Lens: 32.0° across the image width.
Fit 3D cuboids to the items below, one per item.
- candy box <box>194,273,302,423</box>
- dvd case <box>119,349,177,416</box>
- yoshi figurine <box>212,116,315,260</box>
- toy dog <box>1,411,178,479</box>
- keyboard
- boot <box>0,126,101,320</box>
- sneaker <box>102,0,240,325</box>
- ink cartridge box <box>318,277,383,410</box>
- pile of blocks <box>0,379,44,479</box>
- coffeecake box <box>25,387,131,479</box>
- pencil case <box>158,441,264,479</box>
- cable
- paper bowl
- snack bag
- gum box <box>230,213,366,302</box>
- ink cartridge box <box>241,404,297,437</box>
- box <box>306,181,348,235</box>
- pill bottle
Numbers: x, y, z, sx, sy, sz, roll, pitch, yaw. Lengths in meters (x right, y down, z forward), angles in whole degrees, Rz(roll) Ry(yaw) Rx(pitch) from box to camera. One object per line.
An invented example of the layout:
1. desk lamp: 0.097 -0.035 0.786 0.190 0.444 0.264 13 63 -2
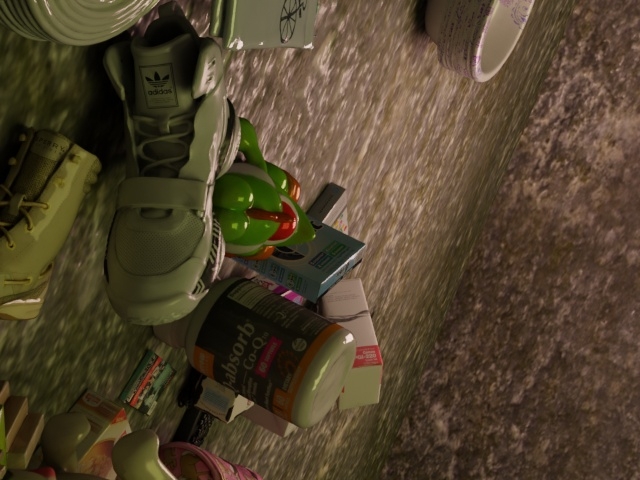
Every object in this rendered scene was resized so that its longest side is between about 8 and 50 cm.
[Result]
1. candy box: -0.116 0.172 1.876 0.159 0.071 0.233 -24 137 -64
2. dvd case: -0.265 0.222 1.728 0.087 0.013 0.119 -60 160 -12
3. yoshi figurine: -0.142 -0.056 1.532 0.203 0.203 0.362 -24 178 4
4. toy dog: -0.303 0.394 1.324 0.408 0.285 0.395 37 77 -55
5. keyboard: -0.178 0.225 1.941 0.317 0.033 0.201 -66 161 3
6. boot: -0.317 -0.021 1.128 0.203 0.095 0.262 -63 168 2
7. sneaker: -0.180 -0.095 1.243 0.210 0.138 0.365 80 14 -47
8. ink cartridge box: 0.058 0.209 2.272 0.158 0.092 0.217 92 -14 -52
9. pile of blocks: -0.413 0.222 1.116 0.362 0.149 0.112 -38 137 -56
10. coffeecake box: -0.344 0.323 1.559 0.185 0.068 0.142 -53 157 -31
11. pencil case: -0.203 0.450 1.949 0.160 0.167 0.386 -59 161 -9
12. cable: -0.217 -0.303 1.046 0.257 0.089 0.257 -59 161 -14
13. paper bowl: 0.305 -0.460 2.155 0.284 0.148 0.284 -53 159 -30
14. snack bag: -0.048 -0.393 1.354 0.342 0.037 0.322 -31 129 -72
15. gum box: -0.044 0.011 1.774 0.157 0.184 0.041 -39 150 -51
16. ink cartridge box: -0.064 0.280 2.155 0.231 0.134 0.078 -29 140 -61
17. box: 0.000 0.000 2.113 0.145 0.038 0.186 -54 160 -28
18. pill bottle: -0.099 0.150 1.659 0.162 0.279 0.162 -53 158 -32
